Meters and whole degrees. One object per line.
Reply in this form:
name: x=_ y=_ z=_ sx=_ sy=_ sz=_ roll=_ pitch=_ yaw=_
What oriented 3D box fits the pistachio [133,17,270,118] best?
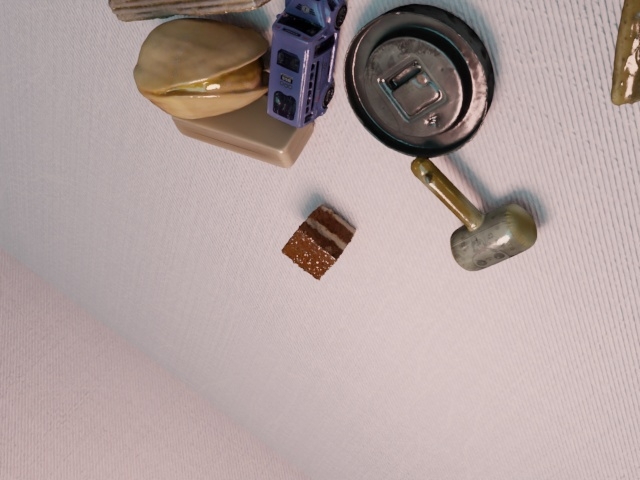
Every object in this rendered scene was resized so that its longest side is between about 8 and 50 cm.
pistachio: x=-0.267 y=-0.390 z=1.540 sx=0.321 sy=0.238 sz=0.229 roll=-4 pitch=128 yaw=6

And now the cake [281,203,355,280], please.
cake: x=0.000 y=0.000 z=1.748 sx=0.135 sy=0.147 sz=0.134 roll=41 pitch=140 yaw=-1

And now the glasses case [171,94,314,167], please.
glasses case: x=-0.190 y=-0.288 z=1.640 sx=0.336 sy=0.144 sz=0.076 roll=21 pitch=159 yaw=22

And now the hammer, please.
hammer: x=0.310 y=-0.071 z=1.467 sx=0.305 sy=0.113 sz=0.202 roll=44 pitch=136 yaw=-13

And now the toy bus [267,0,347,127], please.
toy bus: x=-0.039 y=-0.395 z=1.450 sx=0.125 sy=0.133 sz=0.292 roll=27 pitch=137 yaw=17

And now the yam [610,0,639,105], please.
yam: x=0.526 y=-0.386 z=1.079 sx=0.083 sy=0.083 sz=0.372 roll=15 pitch=132 yaw=27

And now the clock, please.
clock: x=0.199 y=-0.321 z=1.388 sx=0.318 sy=0.066 sz=0.319 roll=20 pitch=134 yaw=23

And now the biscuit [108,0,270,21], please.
biscuit: x=-0.283 y=-0.548 z=1.497 sx=0.426 sy=0.144 sz=0.079 roll=7 pitch=130 yaw=33
